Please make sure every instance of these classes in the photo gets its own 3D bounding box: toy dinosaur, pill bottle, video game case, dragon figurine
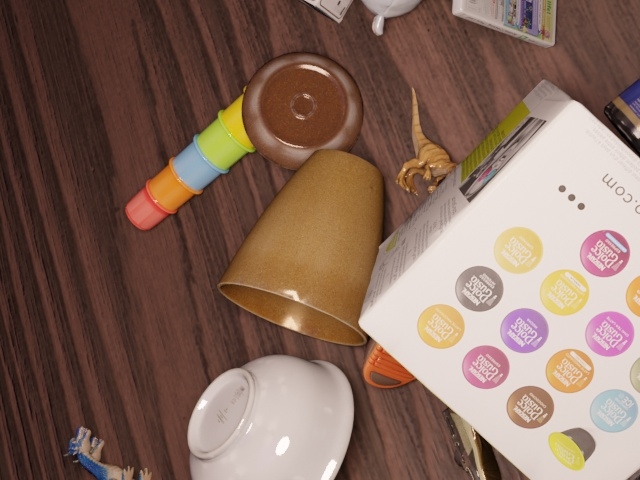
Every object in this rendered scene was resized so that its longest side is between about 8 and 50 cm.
[{"bbox_3d":[0.162,-0.129,1.523,0.112,0.064,0.211,-47,40,15],"label":"toy dinosaur"},{"bbox_3d":[0.498,-0.199,1.316,0.219,0.123,0.123,-40,65,16],"label":"pill bottle"},{"bbox_3d":[0.271,-0.404,1.441,0.023,0.193,0.212,-7,76,54],"label":"video game case"},{"bbox_3d":[-0.366,0.458,1.683,0.144,0.085,0.289,-12,71,28],"label":"dragon figurine"}]

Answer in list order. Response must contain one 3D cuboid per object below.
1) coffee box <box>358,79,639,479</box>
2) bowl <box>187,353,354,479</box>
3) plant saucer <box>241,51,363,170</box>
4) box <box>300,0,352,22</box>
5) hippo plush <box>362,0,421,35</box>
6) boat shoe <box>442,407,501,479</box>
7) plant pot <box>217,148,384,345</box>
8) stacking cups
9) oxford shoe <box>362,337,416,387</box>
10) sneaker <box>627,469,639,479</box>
[{"bbox_3d":[0.285,0.049,1.195,0.337,0.338,0.334,42,104,-4],"label":"coffee box"},{"bbox_3d":[-0.101,0.281,1.468,0.298,0.134,0.298,-35,35,29],"label":"bowl"},{"bbox_3d":[-0.028,-0.212,1.595,0.199,0.036,0.198,0,81,-3],"label":"plant saucer"},{"bbox_3d":[-0.047,-0.510,1.684,0.290,0.087,0.169,37,99,28],"label":"box"},{"bbox_3d":[0.146,-0.453,1.522,0.236,0.294,0.234,-10,60,52],"label":"hippo plush"},{"bbox_3d":[0.215,0.304,1.421,0.049,0.056,0.152,-28,59,27],"label":"boat shoe"},{"bbox_3d":[0.000,0.000,1.512,0.237,0.237,0.254,12,71,29],"label":"plant pot"},{"bbox_3d":[-0.211,-0.134,1.700,0.316,0.096,0.096,-36,66,18],"label":"stacking cups"},{"bbox_3d":[0.171,0.057,1.469,0.363,0.130,0.133,-55,34,12],"label":"oxford shoe"},{"bbox_3d":[0.453,0.313,1.265,0.118,0.110,0.292,-20,72,15],"label":"sneaker"}]
